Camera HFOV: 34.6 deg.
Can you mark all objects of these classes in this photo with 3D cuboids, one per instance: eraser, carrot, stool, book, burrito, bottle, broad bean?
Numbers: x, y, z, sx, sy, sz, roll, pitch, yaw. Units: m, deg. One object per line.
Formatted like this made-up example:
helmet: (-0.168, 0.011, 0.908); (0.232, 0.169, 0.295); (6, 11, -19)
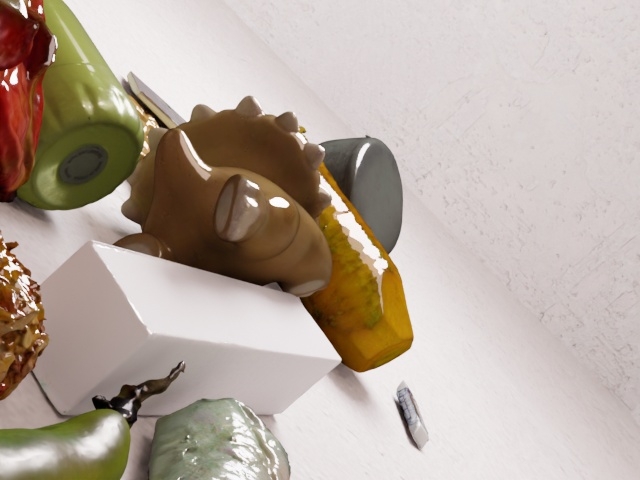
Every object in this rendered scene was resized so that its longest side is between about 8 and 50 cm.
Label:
eraser: (0.102, 0.196, 1.161); (0.027, 0.019, 0.099); (57, 6, -27)
carrot: (0.000, 0.000, 1.138); (0.302, 0.114, 0.114); (59, 14, 15)
stool: (0.012, -0.036, 1.270); (0.228, 0.139, 0.153); (-58, 138, -48)
book: (-0.173, -0.141, 1.199); (0.127, 0.014, 0.182); (43, 2, -21)
burrito: (-0.057, 0.174, 0.550); (0.096, 0.066, 0.309); (40, 13, -13)
bottle: (-0.239, -0.146, 0.816); (0.260, 0.112, 0.112); (55, 14, 29)
broad bean: (-0.151, 0.104, 0.465); (0.325, 0.067, 0.075); (13, 66, -73)
eraser: (-0.086, 0.073, 0.736); (0.076, 0.078, 0.298); (52, 13, 21)

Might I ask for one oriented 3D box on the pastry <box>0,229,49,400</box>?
pastry: (-0.206, 0.007, 0.560); (0.169, 0.063, 0.087); (50, 15, 13)

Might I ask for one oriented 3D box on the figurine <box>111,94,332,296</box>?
figurine: (-0.085, -0.037, 0.853); (0.247, 0.177, 0.173); (15, 51, -61)

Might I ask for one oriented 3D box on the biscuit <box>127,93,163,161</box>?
biscuit: (-0.153, -0.068, 1.057); (0.289, 0.044, 0.202); (50, 12, -1)

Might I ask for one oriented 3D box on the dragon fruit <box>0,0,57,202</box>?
dragon fruit: (-0.216, -0.184, 0.606); (0.329, 0.228, 0.286); (34, 2, 24)
